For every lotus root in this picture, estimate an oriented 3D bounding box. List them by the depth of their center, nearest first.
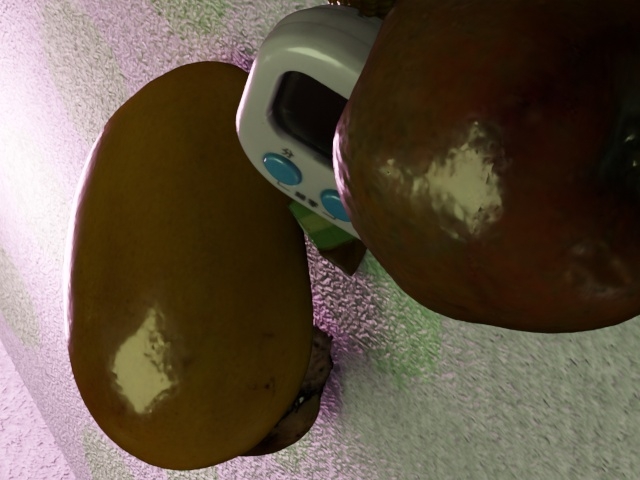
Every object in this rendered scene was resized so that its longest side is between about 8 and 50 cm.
[{"bbox_3d":[-0.092,0.183,1.978,0.314,0.141,0.169,-32,80,58],"label":"lotus root"}]

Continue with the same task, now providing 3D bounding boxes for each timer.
[{"bbox_3d":[0.057,-0.088,1.422,0.262,0.087,0.237,31,148,3],"label":"timer"}]

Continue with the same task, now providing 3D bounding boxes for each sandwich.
[{"bbox_3d":[0.000,0.000,1.715,0.074,0.074,0.116,55,153,19],"label":"sandwich"}]

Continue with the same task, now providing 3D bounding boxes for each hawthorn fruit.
[{"bbox_3d":[0.167,-0.060,1.141,0.301,0.268,0.268,19,130,54],"label":"hawthorn fruit"}]

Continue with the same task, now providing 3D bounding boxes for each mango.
[{"bbox_3d":[-0.145,0.026,1.768,0.300,0.232,0.445,3,92,40],"label":"mango"}]

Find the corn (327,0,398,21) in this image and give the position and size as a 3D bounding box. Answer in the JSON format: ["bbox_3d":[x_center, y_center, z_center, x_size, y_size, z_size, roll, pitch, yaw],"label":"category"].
[{"bbox_3d":[0.051,-0.248,1.382,0.080,0.080,0.231,48,148,30],"label":"corn"}]
